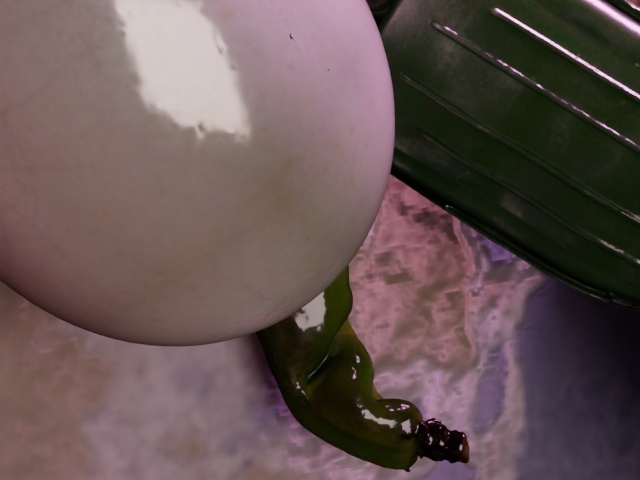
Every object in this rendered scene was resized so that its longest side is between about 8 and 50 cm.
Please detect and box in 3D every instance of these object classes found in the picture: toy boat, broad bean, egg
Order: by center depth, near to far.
[{"bbox_3d":[-0.066,-0.061,0.615,0.151,0.151,0.209,-46,111,-22],"label":"egg"},{"bbox_3d":[0.089,-0.044,0.728,0.210,0.052,0.104,31,106,4],"label":"toy boat"},{"bbox_3d":[-0.006,0.005,0.735,0.195,0.061,0.046,66,17,-13],"label":"broad bean"}]
